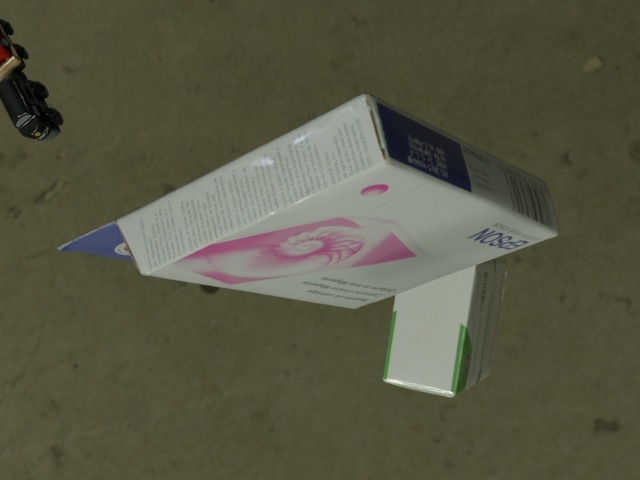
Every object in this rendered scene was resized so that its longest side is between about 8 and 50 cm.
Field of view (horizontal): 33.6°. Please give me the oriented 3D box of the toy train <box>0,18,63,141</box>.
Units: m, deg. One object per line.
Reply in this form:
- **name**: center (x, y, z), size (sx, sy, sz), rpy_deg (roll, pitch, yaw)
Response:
- **toy train**: center (-0.223, -0.134, 0.718), size (0.027, 0.036, 0.158), rpy_deg (-36, 77, 23)

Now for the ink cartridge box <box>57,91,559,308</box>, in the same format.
- **ink cartridge box**: center (0.000, 0.000, 0.944), size (0.330, 0.072, 0.324), rpy_deg (-24, 159, 29)

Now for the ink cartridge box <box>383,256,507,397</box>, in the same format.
- **ink cartridge box**: center (0.150, 0.089, 1.230), size (0.086, 0.208, 0.153), rpy_deg (9, 91, 20)
